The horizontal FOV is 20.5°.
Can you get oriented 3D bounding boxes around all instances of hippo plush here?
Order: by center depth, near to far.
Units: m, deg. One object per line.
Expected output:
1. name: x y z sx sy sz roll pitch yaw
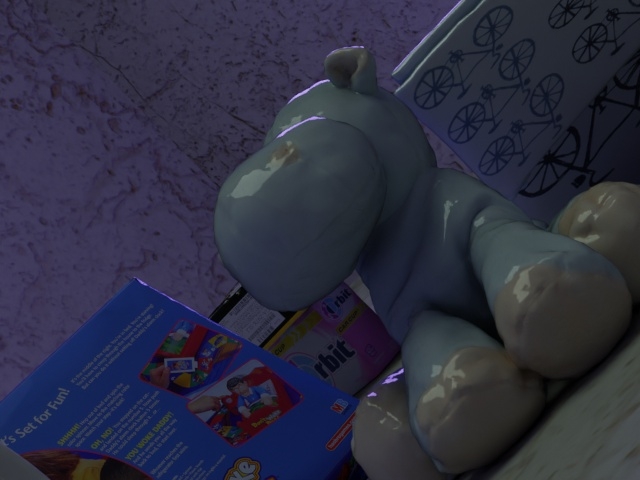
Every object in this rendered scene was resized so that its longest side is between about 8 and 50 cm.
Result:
1. hippo plush: 0.072 -0.016 1.092 0.234 0.236 0.294 -45 1 43

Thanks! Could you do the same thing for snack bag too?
1. snack bag: 0.230 -0.146 1.278 0.323 0.037 0.342 -46 -36 2

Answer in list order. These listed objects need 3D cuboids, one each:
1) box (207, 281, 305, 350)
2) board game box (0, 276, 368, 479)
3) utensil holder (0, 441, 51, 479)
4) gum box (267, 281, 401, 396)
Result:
1. box: 0.000 0.000 2.035 0.257 0.079 0.322 -48 2 11
2. board game box: -0.145 0.198 1.265 0.347 0.233 0.078 -45 -26 -40
3. utensil holder: -0.272 0.280 0.873 0.327 0.327 0.385 -45 -2 -28
4. gum box: -0.001 0.136 2.022 0.062 0.107 0.188 -46 1 -41
